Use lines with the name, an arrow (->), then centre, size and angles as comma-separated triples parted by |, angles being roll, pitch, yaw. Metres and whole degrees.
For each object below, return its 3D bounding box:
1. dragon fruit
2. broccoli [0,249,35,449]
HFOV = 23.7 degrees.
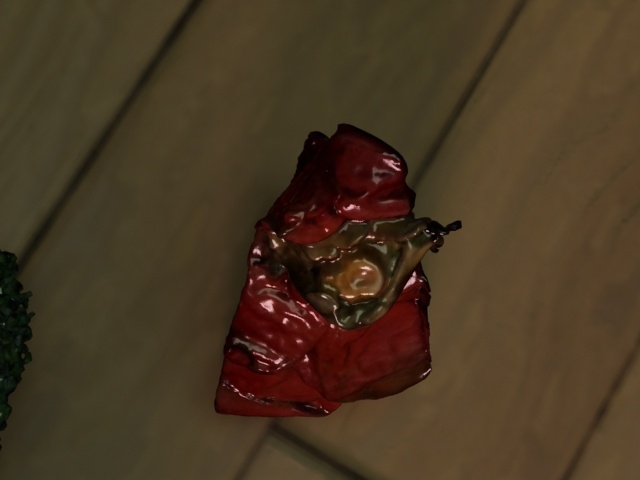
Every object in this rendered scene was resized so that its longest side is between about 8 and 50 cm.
dragon fruit -> 0.018, 0.008, 0.671 | 0.092, 0.192, 0.122 | 18, 61, 1
broccoli -> -0.223, 0.052, 0.631 | 0.194, 0.194, 0.220 | 42, 41, 1
